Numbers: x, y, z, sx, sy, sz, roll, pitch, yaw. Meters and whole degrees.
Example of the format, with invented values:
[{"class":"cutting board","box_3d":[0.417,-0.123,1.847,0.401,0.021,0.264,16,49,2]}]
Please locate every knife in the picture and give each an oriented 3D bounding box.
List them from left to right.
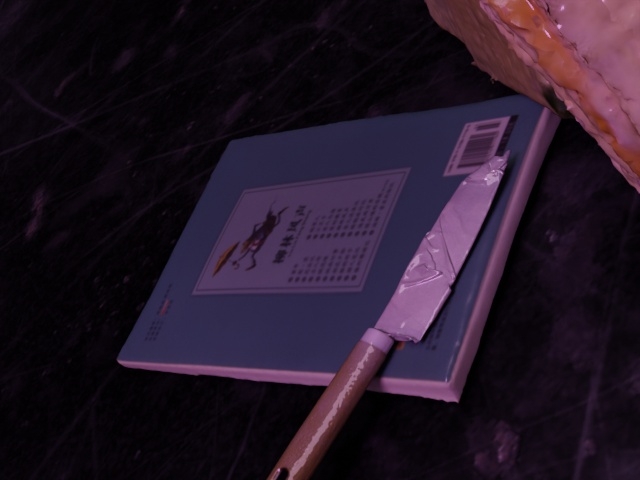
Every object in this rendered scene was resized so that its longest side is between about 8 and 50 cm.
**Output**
[{"class":"knife","box_3d":[0.054,0.056,0.673,0.047,0.017,0.298,15,66,48]}]

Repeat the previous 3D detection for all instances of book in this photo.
[{"class":"book","box_3d":[0.000,0.000,0.820,0.379,0.031,0.264,-2,53,45]}]

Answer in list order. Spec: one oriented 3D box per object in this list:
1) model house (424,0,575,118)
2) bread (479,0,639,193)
[{"class":"model house","box_3d":[0.166,-0.284,0.718,0.261,0.266,0.321,-39,32,4]},{"class":"bread","box_3d":[0.292,-0.178,0.535,0.375,0.236,0.165,-41,11,4]}]
